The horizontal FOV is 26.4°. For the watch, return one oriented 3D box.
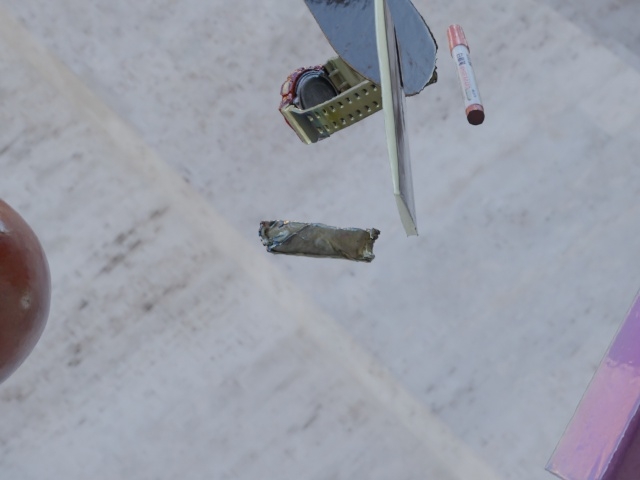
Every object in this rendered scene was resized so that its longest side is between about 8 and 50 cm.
[{"bbox_3d":[0.062,-0.212,1.793,0.268,0.102,0.165,-22,25,38],"label":"watch"}]

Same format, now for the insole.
[{"bbox_3d":[0.024,-0.279,1.536,0.007,0.328,0.111,-3,-44,-48],"label":"insole"}]

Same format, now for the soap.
[{"bbox_3d":[0.318,0.116,1.100,0.181,0.081,0.259,33,-96,-27],"label":"soap"}]

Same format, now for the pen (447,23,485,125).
[{"bbox_3d":[0.200,-0.233,1.885,0.028,0.239,0.028,-1,-52,-2],"label":"pen"}]

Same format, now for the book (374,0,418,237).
[{"bbox_3d":[0.063,-0.104,1.144,0.014,0.182,0.127,-7,-15,8],"label":"book"}]

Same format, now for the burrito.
[{"bbox_3d":[-0.001,0.000,1.866,0.171,0.051,0.042,6,-14,-22],"label":"burrito"}]

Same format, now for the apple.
[{"bbox_3d":[-0.551,0.070,1.889,0.348,0.348,0.277,-51,-12,8],"label":"apple"}]
